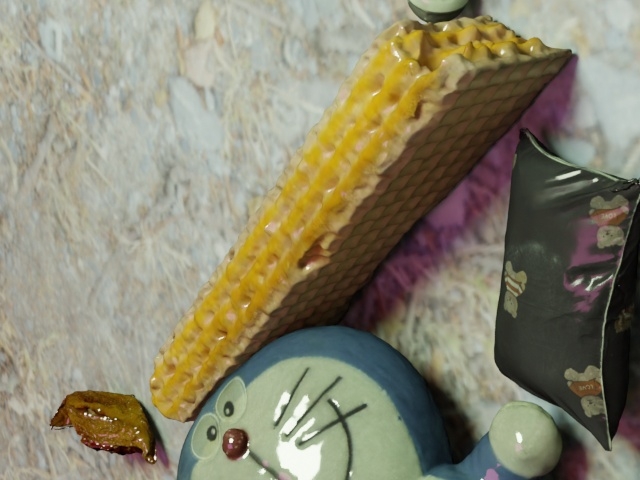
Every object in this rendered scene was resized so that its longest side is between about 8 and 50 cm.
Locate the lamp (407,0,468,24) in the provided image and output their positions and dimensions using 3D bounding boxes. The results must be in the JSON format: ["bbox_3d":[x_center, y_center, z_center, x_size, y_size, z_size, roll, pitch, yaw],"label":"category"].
[{"bbox_3d":[0.068,-0.177,0.628,0.091,0.091,0.163,46,149,29],"label":"lamp"}]

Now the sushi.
[{"bbox_3d":[-0.170,0.151,1.027,0.099,0.050,0.047,17,111,31],"label":"sushi"}]

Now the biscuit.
[{"bbox_3d":[0.000,0.000,0.748,0.054,0.094,0.379,58,138,19],"label":"biscuit"}]

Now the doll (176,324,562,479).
[{"bbox_3d":[0.029,0.162,0.718,0.258,0.154,0.228,37,97,22],"label":"doll"}]

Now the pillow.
[{"bbox_3d":[0.125,0.025,0.647,0.090,0.048,0.150,22,121,40],"label":"pillow"}]
